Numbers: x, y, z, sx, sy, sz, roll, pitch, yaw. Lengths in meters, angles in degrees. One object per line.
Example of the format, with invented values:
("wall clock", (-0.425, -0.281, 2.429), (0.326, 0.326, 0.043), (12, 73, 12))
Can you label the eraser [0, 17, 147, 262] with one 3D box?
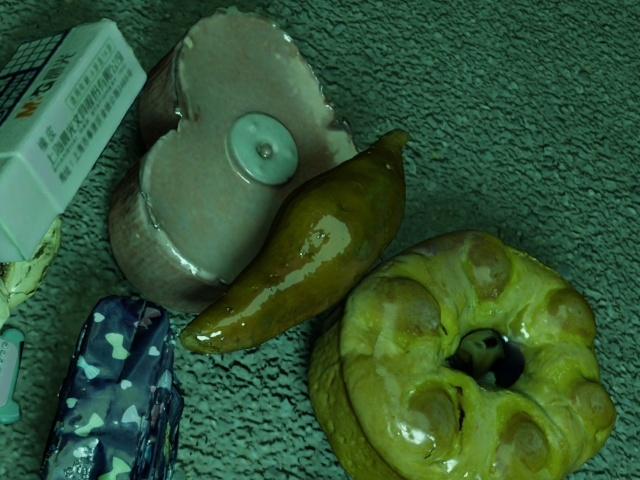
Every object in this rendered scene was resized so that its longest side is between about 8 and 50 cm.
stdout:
("eraser", (-0.285, -0.095, 1.480), (0.086, 0.130, 0.287), (64, 36, -34))

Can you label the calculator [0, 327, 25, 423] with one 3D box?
("calculator", (-0.316, 0.134, 1.399), (0.094, 0.019, 0.141), (19, 52, -18))

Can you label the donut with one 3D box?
("donut", (0.144, 0.133, 1.533), (0.317, 0.150, 0.299), (20, 59, -23))

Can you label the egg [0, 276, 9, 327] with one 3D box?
("egg", (-0.390, 0.056, 1.299), (0.244, 0.201, 0.201), (31, 49, 14))

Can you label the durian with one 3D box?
("durian", (-0.298, 0.011, 1.487), (0.066, 0.052, 0.130), (58, 43, -35))

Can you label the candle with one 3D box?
("candle", (-0.072, -0.065, 1.593), (0.287, 0.131, 0.317), (20, 62, -23))

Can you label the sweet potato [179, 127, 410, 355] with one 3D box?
("sweet potato", (0.004, -0.002, 1.471), (0.112, 0.112, 0.359), (38, 52, 0))

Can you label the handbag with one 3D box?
("handbag", (-0.183, 0.181, 1.352), (0.113, 0.162, 0.260), (11, 54, -4))
